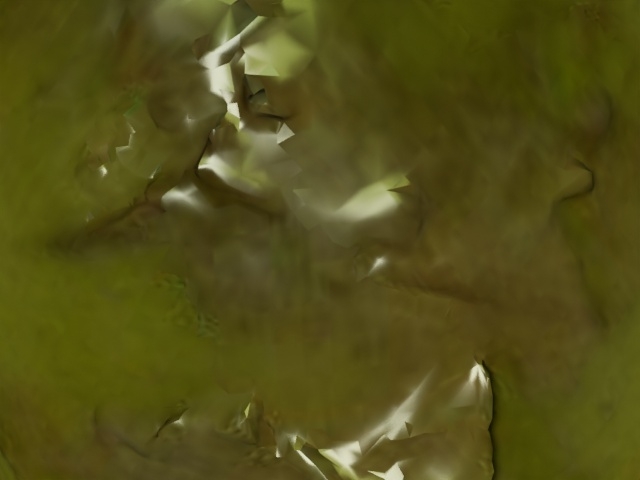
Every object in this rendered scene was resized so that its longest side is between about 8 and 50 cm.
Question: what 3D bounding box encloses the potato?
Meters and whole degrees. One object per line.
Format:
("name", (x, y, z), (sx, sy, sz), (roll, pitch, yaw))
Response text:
("potato", (0.000, 0.000, 0.450), (0.246, 0.196, 0.299), (-21, 70, 4))
